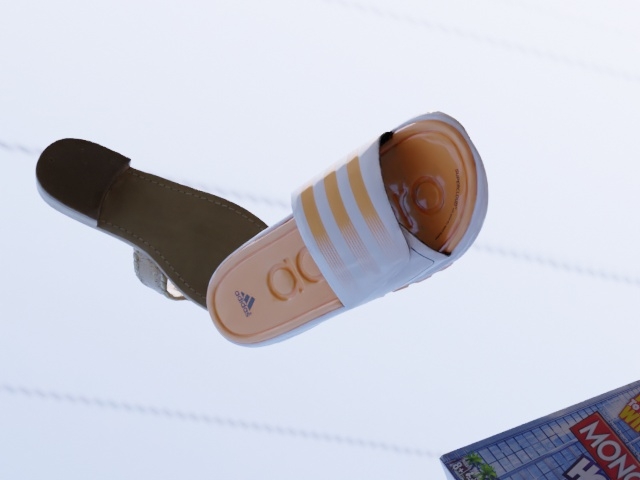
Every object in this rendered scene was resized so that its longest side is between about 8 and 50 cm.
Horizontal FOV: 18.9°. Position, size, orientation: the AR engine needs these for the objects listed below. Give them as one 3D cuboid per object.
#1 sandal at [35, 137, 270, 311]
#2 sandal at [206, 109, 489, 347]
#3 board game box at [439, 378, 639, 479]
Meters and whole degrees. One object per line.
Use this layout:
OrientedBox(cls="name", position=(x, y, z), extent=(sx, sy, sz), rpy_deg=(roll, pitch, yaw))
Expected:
OrientedBox(cls="sandal", position=(-0.118, 0.003, 1.522), extent=(0.240, 0.079, 0.088), rpy_deg=(31, -112, 7))
OrientedBox(cls="sandal", position=(0.005, 0.010, 1.334), extent=(0.076, 0.265, 0.102), rpy_deg=(-18, -105, -56))
OrientedBox(cls="board game box", position=(0.217, 0.179, 1.331), extent=(0.194, 0.060, 0.194), rpy_deg=(-32, -128, -8))
